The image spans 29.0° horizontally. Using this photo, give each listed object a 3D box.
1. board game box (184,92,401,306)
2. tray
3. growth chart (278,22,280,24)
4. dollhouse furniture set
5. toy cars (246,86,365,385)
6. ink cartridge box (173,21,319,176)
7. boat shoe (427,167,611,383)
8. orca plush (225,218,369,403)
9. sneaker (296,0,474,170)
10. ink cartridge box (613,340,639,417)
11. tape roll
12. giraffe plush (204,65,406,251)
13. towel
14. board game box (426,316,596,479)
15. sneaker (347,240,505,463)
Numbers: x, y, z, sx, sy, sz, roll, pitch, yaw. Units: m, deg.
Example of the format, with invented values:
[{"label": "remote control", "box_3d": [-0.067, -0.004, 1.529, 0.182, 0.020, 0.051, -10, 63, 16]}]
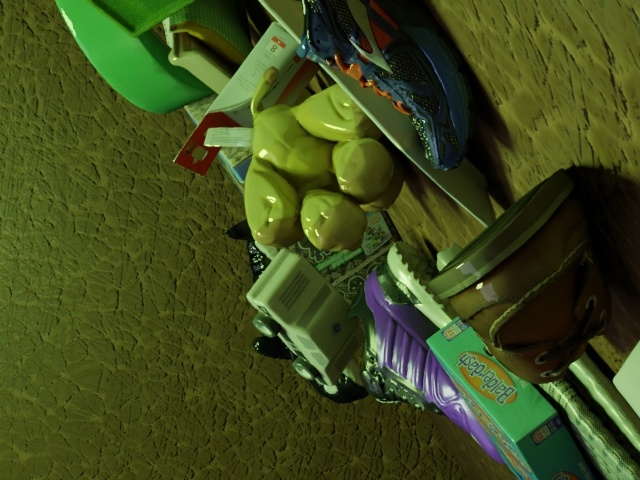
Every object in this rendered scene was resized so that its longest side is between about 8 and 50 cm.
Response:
[{"label": "board game box", "box_3d": [-0.028, -0.073, 1.679, 0.291, 0.141, 0.232, 58, 175, -32]}, {"label": "tray", "box_3d": [0.049, -0.117, 1.012, 0.145, 0.030, 0.270, 35, -168, -44]}, {"label": "growth chart", "box_3d": [-0.070, -0.297, 1.250, 0.237, 0.021, 0.172, 59, 176, -30]}, {"label": "dollhouse furniture set", "box_3d": [-0.131, -0.312, 1.496, 0.301, 0.151, 0.197, 36, -146, -42]}, {"label": "toy cars", "box_3d": [0.000, 0.000, 1.479, 0.087, 0.176, 0.393, 13, 109, 46]}, {"label": "ink cartridge box", "box_3d": [-0.075, -0.139, 1.326, 0.045, 0.179, 0.145, 34, -178, 8]}, {"label": "boat shoe", "box_3d": [0.144, 0.032, 0.805, 0.104, 0.111, 0.307, 52, -175, 8]}, {"label": "orca plush", "box_3d": [-0.053, 0.110, 1.659, 0.287, 0.102, 0.151, 57, 176, -7]}, {"label": "sneaker", "box_3d": [0.028, -0.139, 0.854, 0.221, 0.087, 0.083, 56, 177, -5]}, {"label": "ink cartridge box", "box_3d": [0.268, 0.173, 0.642, 0.296, 0.066, 0.261, 55, 175, 18]}, {"label": "tape roll", "box_3d": [-0.237, -0.328, 1.625, 0.321, 0.077, 0.321, 49, -152, -37]}, {"label": "giraffe plush", "box_3d": [0.012, -0.065, 1.253, 0.210, 0.181, 0.170, 25, -179, 37]}, {"label": "towel", "box_3d": [0.240, 0.165, 1.125, 0.324, 0.056, 0.312, 51, 177, 35]}, {"label": "board game box", "box_3d": [0.189, 0.182, 1.114, 0.210, 0.047, 0.160, 56, 176, -36]}, {"label": "sneaker", "box_3d": [0.127, 0.154, 1.418, 0.102, 0.146, 0.293, 17, -145, -52]}]
